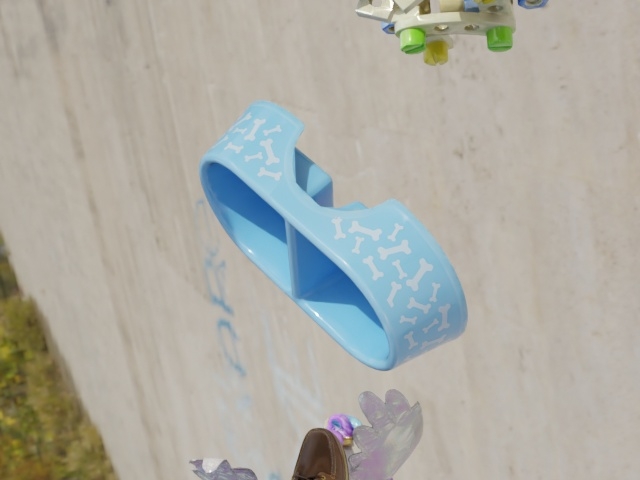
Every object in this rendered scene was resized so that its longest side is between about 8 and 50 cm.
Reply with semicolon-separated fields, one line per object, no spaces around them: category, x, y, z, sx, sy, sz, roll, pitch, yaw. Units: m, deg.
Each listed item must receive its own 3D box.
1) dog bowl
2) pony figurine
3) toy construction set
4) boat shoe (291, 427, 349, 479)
dog bowl;0.000;0.000;0.950;0.297;0.074;0.166;41;155;27
pony figurine;0.019;0.371;1.398;0.351;0.303;0.363;64;-168;-63
toy construction set;0.128;-0.280;1.092;0.328;0.215;0.151;-2;-92;-73
boat shoe;-0.007;0.299;1.251;0.060;0.064;0.178;58;-149;-50
